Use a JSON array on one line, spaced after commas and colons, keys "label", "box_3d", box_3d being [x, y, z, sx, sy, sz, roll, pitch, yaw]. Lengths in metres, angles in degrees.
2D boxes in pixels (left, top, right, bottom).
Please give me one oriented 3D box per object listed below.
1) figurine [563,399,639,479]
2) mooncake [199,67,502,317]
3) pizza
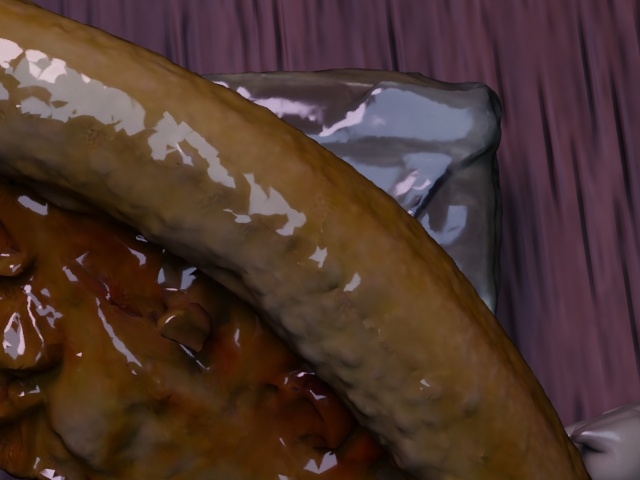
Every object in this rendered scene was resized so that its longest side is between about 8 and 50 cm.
[{"label": "figurine", "box_3d": [0.124, 0.081, 0.650, 0.083, 0.047, 0.051, -17, 91, -16]}, {"label": "mooncake", "box_3d": [0.000, 0.000, 0.641, 0.129, 0.073, 0.125, 4, 87, -1]}, {"label": "pizza", "box_3d": [-0.022, 0.065, 0.566, 0.182, 0.074, 0.365, -29, 111, 21]}]
